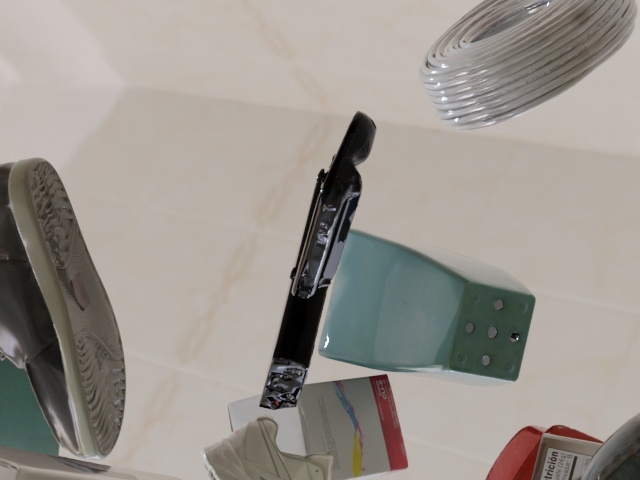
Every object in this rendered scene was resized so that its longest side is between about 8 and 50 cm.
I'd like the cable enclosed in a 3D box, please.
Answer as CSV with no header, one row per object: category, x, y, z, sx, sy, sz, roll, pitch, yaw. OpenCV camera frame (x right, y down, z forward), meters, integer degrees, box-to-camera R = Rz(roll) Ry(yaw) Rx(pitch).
cable,0.232,-0.221,1.796,0.257,0.257,0.089,-35,-73,-11

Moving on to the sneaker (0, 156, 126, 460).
sneaker,-0.218,0.056,1.137,0.083,0.118,0.222,-46,-56,-69

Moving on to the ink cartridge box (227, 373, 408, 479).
ink cartridge box,-0.004,0.244,1.985,0.176,0.128,0.127,-1,-104,-49

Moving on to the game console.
game console,0.000,0.000,1.505,0.361,0.044,0.213,108,176,-58

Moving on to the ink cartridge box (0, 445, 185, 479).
ink cartridge box,-0.147,0.201,0.938,0.191,0.082,0.139,21,-97,-49

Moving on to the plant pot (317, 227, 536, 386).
plant pot,0.140,0.092,1.924,0.166,0.234,0.165,12,-89,-31

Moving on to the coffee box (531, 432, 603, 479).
coffee box,0.276,0.206,0.939,0.168,0.297,0.118,22,-101,-39

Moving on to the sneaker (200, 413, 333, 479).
sneaker,-0.017,0.281,1.694,0.115,0.090,0.232,-39,-86,-9

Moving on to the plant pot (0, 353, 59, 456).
plant pot,-0.370,0.100,1.568,0.235,0.293,0.293,2,-81,-11

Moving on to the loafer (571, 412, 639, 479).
loafer,0.219,0.173,0.668,0.084,0.267,0.096,-58,-14,25

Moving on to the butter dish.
butter dish,0.238,0.263,1.737,0.160,0.118,0.160,26,-80,-35
